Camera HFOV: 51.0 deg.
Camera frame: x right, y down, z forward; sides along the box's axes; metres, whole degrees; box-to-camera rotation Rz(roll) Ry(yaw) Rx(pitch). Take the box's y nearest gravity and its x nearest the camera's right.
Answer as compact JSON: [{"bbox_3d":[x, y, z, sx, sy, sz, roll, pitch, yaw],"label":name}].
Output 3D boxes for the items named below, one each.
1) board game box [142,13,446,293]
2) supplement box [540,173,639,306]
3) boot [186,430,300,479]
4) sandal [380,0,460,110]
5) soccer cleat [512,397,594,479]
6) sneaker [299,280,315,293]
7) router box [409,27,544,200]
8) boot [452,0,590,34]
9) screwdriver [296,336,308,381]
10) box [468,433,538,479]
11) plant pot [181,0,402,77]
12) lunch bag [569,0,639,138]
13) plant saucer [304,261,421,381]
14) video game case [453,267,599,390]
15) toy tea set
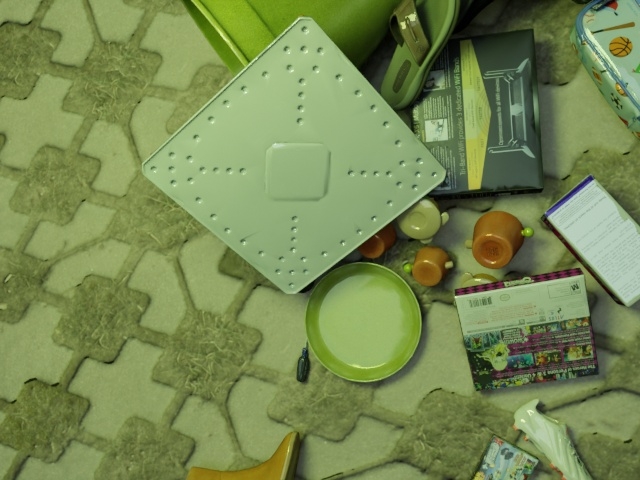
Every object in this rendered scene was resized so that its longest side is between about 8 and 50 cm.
[{"bbox_3d":[-0.042,-0.131,1.194,0.390,0.050,0.390,-38,119,18],"label":"board game box"},{"bbox_3d":[0.520,0.002,1.225,0.114,0.111,0.220,-42,78,9],"label":"supplement box"},{"bbox_3d":[-0.172,0.500,1.382,0.211,0.104,0.295,18,96,14],"label":"boot"},{"bbox_3d":[0.168,-0.374,1.227,0.120,0.086,0.302,58,139,45],"label":"sandal"},{"bbox_3d":[0.446,0.383,1.248,0.076,0.068,0.196,-45,75,5],"label":"soccer cleat"},{"bbox_3d":[0.000,0.000,1.358,0.130,0.087,0.227,10,85,42],"label":"sneaker"},{"bbox_3d":[0.300,-0.238,1.311,0.243,0.081,0.308,-3,86,15],"label":"router box"},{"bbox_3d":[0.364,-0.476,1.218,0.260,0.348,0.131,4,64,-25],"label":"boot"},{"bbox_3d":[-0.033,0.210,1.404,0.025,0.024,0.169,5,86,-14],"label":"screwdriver"},{"bbox_3d":[0.343,0.455,1.289,0.094,0.027,0.137,28,94,13],"label":"box"},{"bbox_3d":[-0.027,-0.441,1.292,0.353,0.366,0.366,-38,78,-1],"label":"plant pot"},{"bbox_3d":[0.620,-0.353,1.221,0.243,0.115,0.303,-31,81,9],"label":"lunch bag"},{"bbox_3d":[0.087,0.165,1.367,0.241,0.037,0.241,-1,87,15],"label":"plant saucer"},{"bbox_3d":[0.382,0.169,1.247,0.232,0.042,0.210,-12,109,14],"label":"video game case"},{"bbox_3d":[0.239,-0.002,1.319,0.336,0.124,0.200,26,123,11],"label":"toy tea set"}]
